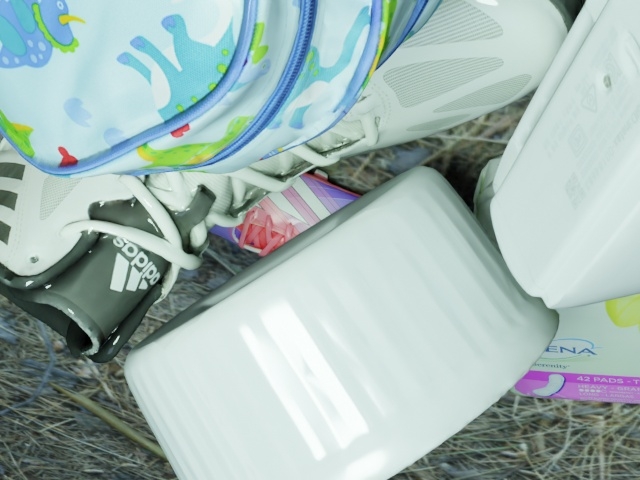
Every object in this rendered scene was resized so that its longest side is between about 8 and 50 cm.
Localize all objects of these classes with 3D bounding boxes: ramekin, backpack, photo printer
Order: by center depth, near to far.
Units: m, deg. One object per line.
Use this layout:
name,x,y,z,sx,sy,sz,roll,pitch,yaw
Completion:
backpack,-0.089,-0.201,0.496,0.290,0.273,0.355,-17,124,35
photo printer,0.272,-0.078,0.635,0.308,0.107,0.256,-11,152,-19
ramekin,0.004,0.067,0.780,0.277,0.277,0.135,-31,94,45

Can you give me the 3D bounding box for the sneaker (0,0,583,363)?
sneaker,-0.051,-0.038,0.761,0.448,0.257,0.169,-11,138,31

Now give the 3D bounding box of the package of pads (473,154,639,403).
package of pads,0.272,0.034,0.885,0.297,0.101,0.229,0,143,18

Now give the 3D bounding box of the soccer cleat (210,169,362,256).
soccer cleat,0.000,0.000,0.938,0.248,0.095,0.083,13,145,1
